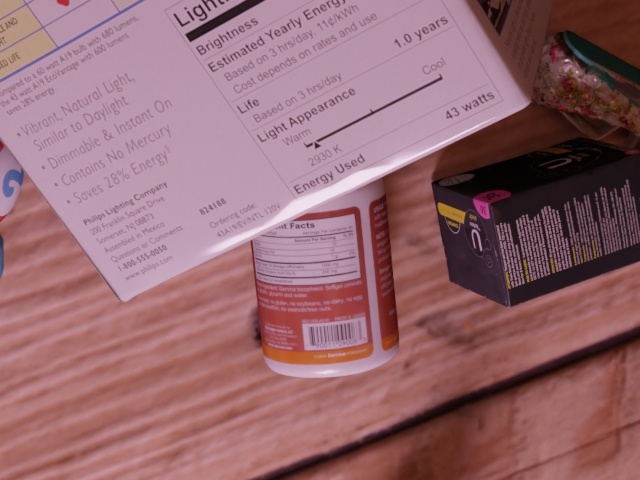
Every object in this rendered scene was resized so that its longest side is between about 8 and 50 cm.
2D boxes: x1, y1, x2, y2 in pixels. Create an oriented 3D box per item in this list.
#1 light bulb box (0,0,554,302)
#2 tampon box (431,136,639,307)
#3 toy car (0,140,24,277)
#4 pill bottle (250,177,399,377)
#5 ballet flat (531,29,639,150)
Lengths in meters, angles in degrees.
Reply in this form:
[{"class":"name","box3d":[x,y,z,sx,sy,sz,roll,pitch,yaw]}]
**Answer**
[{"class":"light bulb box","box3d":[-0.078,-0.209,1.178,0.358,0.225,0.361,-25,111,24]},{"class":"tampon box","box3d":[0.203,-0.020,1.506,0.161,0.120,0.101,-18,106,-19]},{"class":"toy car","box3d":[-0.303,-0.020,1.205,0.210,0.238,0.219,-7,121,-21]},{"class":"pill bottle","box3d":[0.000,0.000,1.426,0.121,0.121,0.216,-10,103,-21]},{"class":"ballet flat","box3d":[0.292,-0.120,1.559,0.241,0.091,0.077,26,119,-20]}]
